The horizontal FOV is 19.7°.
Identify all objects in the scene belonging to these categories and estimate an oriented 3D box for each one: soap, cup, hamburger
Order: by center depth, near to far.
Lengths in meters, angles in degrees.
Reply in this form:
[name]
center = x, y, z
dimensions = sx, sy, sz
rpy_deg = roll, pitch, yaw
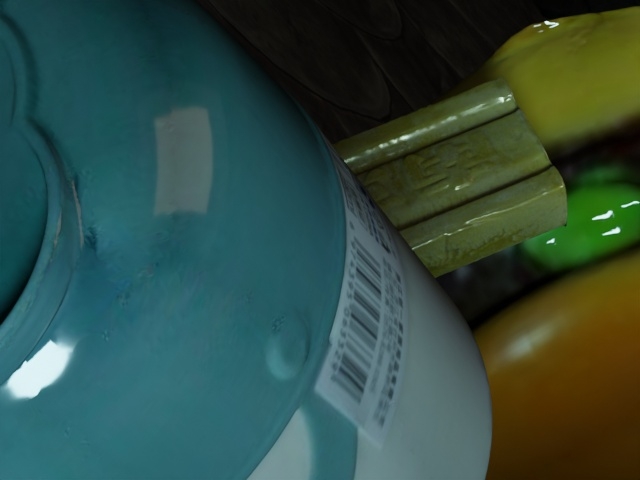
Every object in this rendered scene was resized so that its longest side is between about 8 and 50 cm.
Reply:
[cup]
center = -0.090, 0.011, 0.657
dimensions = 0.257, 0.219, 0.289
rpy_deg = 51, 14, -50
[soap]
center = 0.000, -0.001, 0.966
dimensions = 0.037, 0.252, 0.092
rpy_deg = 70, -4, -47
[hamburger]
center = 0.204, 0.075, 1.119
dimensions = 0.396, 0.396, 0.277
rpy_deg = 34, 33, -42
